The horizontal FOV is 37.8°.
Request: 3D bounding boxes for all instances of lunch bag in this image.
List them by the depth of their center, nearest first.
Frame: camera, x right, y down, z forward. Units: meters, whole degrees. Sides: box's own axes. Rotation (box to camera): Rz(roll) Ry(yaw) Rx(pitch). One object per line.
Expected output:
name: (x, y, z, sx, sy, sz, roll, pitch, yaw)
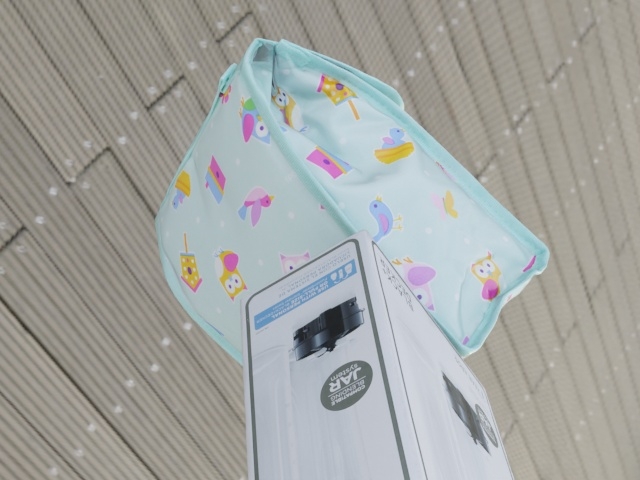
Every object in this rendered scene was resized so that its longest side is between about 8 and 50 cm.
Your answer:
lunch bag: (0.000, 0.000, 0.720, 0.262, 0.223, 0.160, 45, 50, 5)

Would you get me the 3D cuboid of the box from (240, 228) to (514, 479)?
box: (0.044, 0.150, 0.454, 0.087, 0.290, 0.169, -29, 126, 14)
